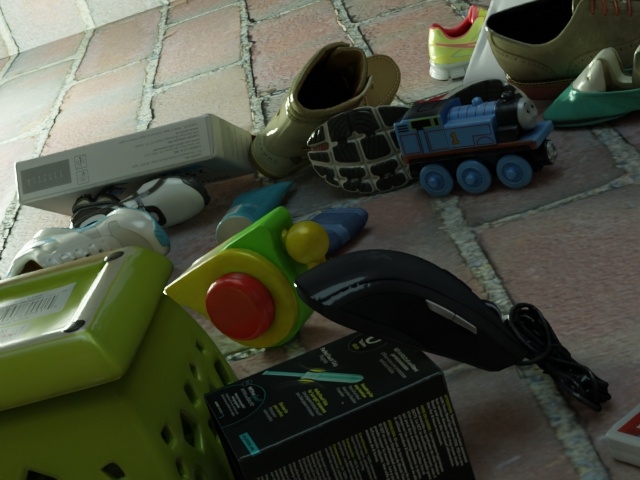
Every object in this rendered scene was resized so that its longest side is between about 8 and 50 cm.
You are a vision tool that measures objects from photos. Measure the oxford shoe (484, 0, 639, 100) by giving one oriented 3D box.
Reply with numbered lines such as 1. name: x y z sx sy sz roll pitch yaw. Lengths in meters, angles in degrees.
1. oxford shoe: 0.366 -0.264 1.603 0.348 0.130 0.123 -15 53 29

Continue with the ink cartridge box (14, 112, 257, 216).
1. ink cartridge box: -0.227 -0.094 1.825 0.296 0.066 0.261 -12 -9 19

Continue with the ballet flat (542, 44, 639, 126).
1. ballet flat: 0.371 -0.190 1.554 0.247 0.087 0.083 -3 28 37

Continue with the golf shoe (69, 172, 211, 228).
1. golf shoe: -0.235 -0.024 1.698 0.198 0.077 0.094 -15 36 20

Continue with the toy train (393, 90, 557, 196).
1. toy train: 0.176 -0.112 1.500 0.184 0.105 0.080 -5 25 33

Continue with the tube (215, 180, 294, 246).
1. tube: -0.084 -0.036 1.619 0.080 0.052 0.207 -10 17 10

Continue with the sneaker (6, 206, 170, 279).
1. sneaker: -0.279 0.025 1.591 0.228 0.087 0.092 -13 27 33

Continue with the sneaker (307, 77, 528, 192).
1. sneaker: 0.124 -0.126 1.632 0.279 0.107 0.118 -12 3 10

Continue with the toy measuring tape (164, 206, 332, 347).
1. toy measuring tape: -0.101 0.074 1.330 0.330 0.121 0.121 -32 10 37

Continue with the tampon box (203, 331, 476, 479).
1. tampon box: 0.013 0.150 0.991 0.161 0.101 0.120 -22 21 -10

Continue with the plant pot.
1. plant pot: -0.200 0.140 1.053 0.228 0.207 0.227 -15 22 12

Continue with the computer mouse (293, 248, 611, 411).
1. computer mouse: 0.098 0.046 1.039 0.262 0.060 0.184 20 10 -16

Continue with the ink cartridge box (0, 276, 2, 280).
1. ink cartridge box: -0.428 0.092 1.507 0.060 0.104 0.180 -10 23 20

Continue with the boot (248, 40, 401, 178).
1. boot: 0.034 -0.200 1.728 0.262 0.095 0.203 -35 -8 -27

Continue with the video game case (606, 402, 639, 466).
1. video game case: 0.365 0.118 0.882 0.204 0.025 0.285 -32 25 -30

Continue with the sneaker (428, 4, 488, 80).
1. sneaker: 0.254 -0.304 1.928 0.208 0.094 0.081 -16 19 2

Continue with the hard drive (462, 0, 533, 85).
1. hard drive: 0.363 -0.288 1.764 0.318 0.040 0.210 -3 51 35

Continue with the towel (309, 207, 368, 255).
1. towel: 0.000 0.000 1.477 0.067 0.029 0.119 0 27 41
